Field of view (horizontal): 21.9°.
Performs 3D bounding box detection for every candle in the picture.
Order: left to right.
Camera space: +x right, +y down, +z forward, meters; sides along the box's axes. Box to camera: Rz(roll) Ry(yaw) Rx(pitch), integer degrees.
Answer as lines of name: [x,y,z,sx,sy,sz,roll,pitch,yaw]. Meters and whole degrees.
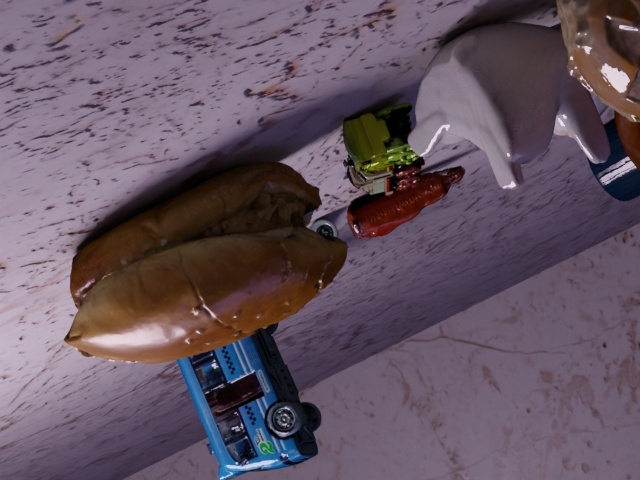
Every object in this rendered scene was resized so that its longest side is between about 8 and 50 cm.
candle: [0.105,-0.048,1.987,0.162,0.053,0.048,-26,176,-14]

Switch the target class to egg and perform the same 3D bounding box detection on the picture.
egg: [0.296,-0.191,1.274,0.233,0.195,0.195,-22,171,-1]

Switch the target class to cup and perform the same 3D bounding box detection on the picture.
cup: [0.456,-0.130,2.262,0.138,0.113,0.150,-31,168,38]

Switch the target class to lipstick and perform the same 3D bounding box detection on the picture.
lipstick: [0.000,0.000,2.024,0.037,0.037,0.116,-24,174,-7]

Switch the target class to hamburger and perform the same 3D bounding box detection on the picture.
hamburger: [-0.120,0.029,1.531,0.283,0.144,0.156,-24,170,3]

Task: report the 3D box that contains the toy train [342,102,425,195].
toy train: [0.064,-0.087,1.666,0.085,0.053,0.249,-18,171,2]

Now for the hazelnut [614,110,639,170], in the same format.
hazelnut: [0.461,-0.147,1.961,0.212,0.181,0.181,-28,169,9]

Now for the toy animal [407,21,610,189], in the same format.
toy animal: [0.215,-0.135,1.503,0.282,0.138,0.140,-12,-160,-40]

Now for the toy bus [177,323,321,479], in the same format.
toy bus: [-0.099,0.176,2.077,0.134,0.246,0.113,-25,170,10]
